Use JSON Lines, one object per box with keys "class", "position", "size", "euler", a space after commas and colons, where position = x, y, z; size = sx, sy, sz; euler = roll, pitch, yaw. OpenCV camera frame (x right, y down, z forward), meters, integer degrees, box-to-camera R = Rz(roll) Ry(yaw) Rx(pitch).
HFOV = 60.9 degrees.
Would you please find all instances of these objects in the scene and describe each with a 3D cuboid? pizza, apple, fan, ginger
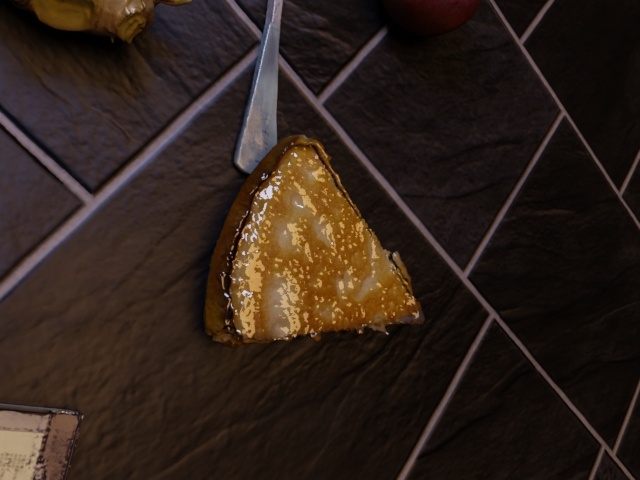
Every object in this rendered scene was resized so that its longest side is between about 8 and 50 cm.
{"class": "pizza", "position": [0.000, 0.000, 0.660], "size": [0.288, 0.074, 0.251], "euler": [4, 84, -33]}
{"class": "apple", "position": [0.152, -0.365, 0.769], "size": [0.153, 0.120, 0.153], "euler": [7, 75, -29]}
{"class": "fan", "position": [-0.063, -0.214, 0.679], "size": [0.057, 0.023, 0.281], "euler": [13, 80, -28]}
{"class": "ginger", "position": [-0.234, -0.266, 0.532], "size": [0.216, 0.102, 0.157], "euler": [11, 52, -25]}

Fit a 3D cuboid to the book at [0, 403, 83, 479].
{"class": "book", "position": [-0.341, 0.213, 0.461], "size": [0.231, 0.026, 0.157], "euler": [17, 79, -28]}
